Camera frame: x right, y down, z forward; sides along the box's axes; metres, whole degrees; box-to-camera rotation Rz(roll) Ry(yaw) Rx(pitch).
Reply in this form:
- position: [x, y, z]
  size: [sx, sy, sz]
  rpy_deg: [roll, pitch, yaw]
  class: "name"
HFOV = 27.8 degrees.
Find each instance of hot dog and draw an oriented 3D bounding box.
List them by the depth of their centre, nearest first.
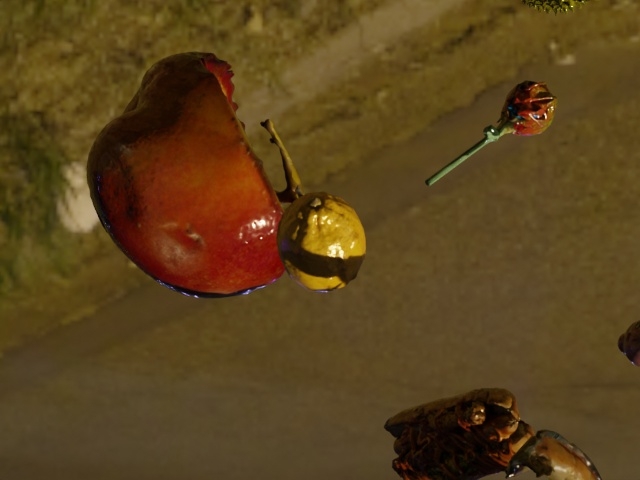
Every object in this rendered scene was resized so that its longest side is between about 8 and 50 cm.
- position: [0.229, 0.354, 2.249]
  size: [0.117, 0.158, 0.349]
  rpy_deg: [-23, 178, -36]
  class: "hot dog"

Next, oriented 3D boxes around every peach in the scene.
- position: [-0.215, -0.094, 2.138]
  size: [0.310, 0.406, 0.335]
  rpy_deg: [-25, -160, 7]
  class: "peach"

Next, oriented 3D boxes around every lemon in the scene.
- position: [0.000, 0.000, 1.626]
  size: [0.114, 0.114, 0.155]
  rpy_deg: [-3, 142, 12]
  class: "lemon"

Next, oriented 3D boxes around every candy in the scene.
- position: [0.177, -0.107, 1.357]
  size: [0.201, 0.060, 0.060]
  rpy_deg: [-36, -175, -32]
  class: "candy"

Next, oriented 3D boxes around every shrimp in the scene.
- position: [0.252, 0.343, 1.449]
  size: [0.054, 0.290, 0.222]
  rpy_deg: [-7, 125, 39]
  class: "shrimp"

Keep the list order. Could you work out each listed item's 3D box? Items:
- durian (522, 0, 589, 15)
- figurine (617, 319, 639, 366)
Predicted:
- position: [0.310, -0.405, 1.819]
  size: [0.159, 0.146, 0.198]
  rpy_deg: [-2, 123, 47]
  class: "durian"
- position: [0.432, 0.135, 1.686]
  size: [0.071, 0.067, 0.083]
  rpy_deg: [-18, -170, -32]
  class: "figurine"
